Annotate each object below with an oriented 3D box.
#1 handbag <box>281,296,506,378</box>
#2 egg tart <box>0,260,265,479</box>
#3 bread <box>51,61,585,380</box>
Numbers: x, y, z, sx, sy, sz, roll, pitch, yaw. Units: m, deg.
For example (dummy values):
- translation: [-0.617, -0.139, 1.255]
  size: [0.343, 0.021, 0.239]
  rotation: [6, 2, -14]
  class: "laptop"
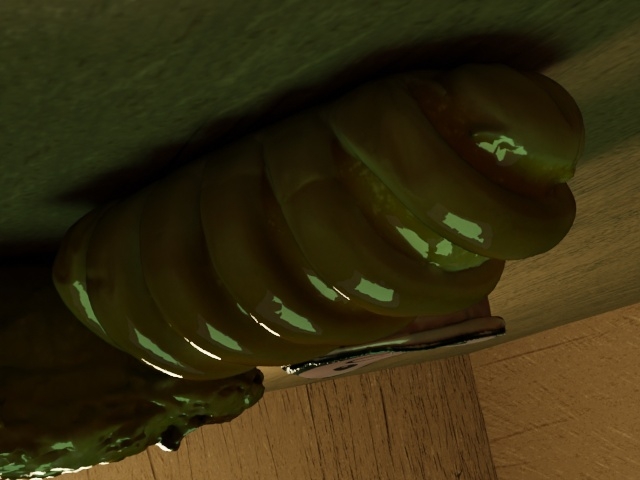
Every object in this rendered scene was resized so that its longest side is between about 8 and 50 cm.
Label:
- translation: [0.044, 0.047, 0.950]
  size: [0.205, 0.116, 0.179]
  rotation: [-14, 171, 7]
  class: "handbag"
- translation: [-0.218, 0.105, 0.860]
  size: [0.351, 0.153, 0.339]
  rotation: [-6, 169, -31]
  class: "egg tart"
- translation: [0.000, 0.000, 0.623]
  size: [0.311, 0.121, 0.172]
  rotation: [-21, 166, 37]
  class: "bread"
